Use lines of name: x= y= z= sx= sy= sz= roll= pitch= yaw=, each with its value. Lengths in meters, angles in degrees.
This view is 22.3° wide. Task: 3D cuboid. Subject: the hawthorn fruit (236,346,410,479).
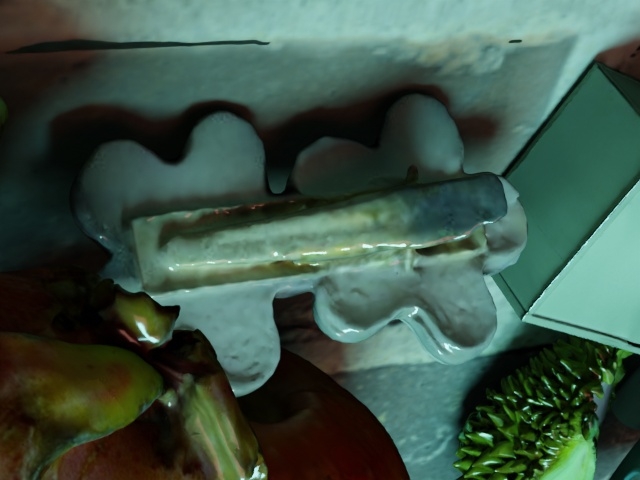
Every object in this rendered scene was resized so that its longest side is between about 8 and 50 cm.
hawthorn fruit: x=-0.068 y=0.192 z=0.861 sx=0.284 sy=0.284 sz=0.284 roll=-16 pitch=137 yaw=-16

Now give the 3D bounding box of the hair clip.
hair clip: x=-0.003 y=0.001 z=0.814 sx=0.257 sy=0.146 sz=0.075 roll=-9 pitch=175 yaw=-18

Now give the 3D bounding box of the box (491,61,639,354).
box: x=0.213 y=-0.004 z=0.969 sx=0.225 sy=0.086 sz=0.129 roll=16 pitch=122 yaw=-40

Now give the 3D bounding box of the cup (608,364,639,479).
cup: x=0.242 y=0.204 z=1.029 sx=0.167 sy=0.300 sz=0.173 roll=13 pitch=130 yaw=-23

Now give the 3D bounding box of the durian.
durian: x=0.140 y=0.129 z=1.049 sx=0.095 sy=0.137 sz=0.221 roll=20 pitch=137 yaw=3

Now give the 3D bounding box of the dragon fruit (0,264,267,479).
dragon fruit: x=-0.183 y=0.117 z=0.633 sx=0.315 sy=0.250 sz=0.250 roll=-44 pitch=141 yaw=-14

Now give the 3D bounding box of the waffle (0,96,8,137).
waffle: x=-0.299 y=-0.032 z=0.651 sx=0.297 sy=0.073 sz=0.317 roll=-38 pitch=141 yaw=6
